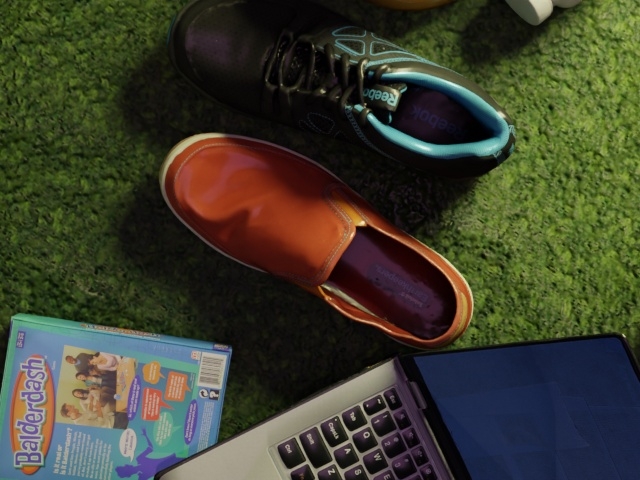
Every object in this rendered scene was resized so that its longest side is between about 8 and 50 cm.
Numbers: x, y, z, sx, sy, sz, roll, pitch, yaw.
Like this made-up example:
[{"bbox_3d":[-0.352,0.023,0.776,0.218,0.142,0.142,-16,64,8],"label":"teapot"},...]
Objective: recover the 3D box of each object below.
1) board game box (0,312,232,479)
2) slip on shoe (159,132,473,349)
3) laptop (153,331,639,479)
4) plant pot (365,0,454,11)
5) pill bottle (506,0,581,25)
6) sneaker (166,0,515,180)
[{"bbox_3d":[-0.199,0.164,1.203,0.210,0.047,0.160,10,92,-4],"label":"board game box"},{"bbox_3d":[0.000,0.000,1.183,0.331,0.101,0.123,31,92,-2],"label":"slip on shoe"},{"bbox_3d":[0.118,0.312,1.110,0.407,0.236,0.382,-26,100,-4],"label":"laptop"},{"bbox_3d":[0.091,-0.322,1.133,0.205,0.188,0.205,0,92,-3],"label":"plant pot"},{"bbox_3d":[0.241,-0.278,1.193,0.152,0.086,0.086,-42,93,-2],"label":"pill bottle"},{"bbox_3d":[0.023,-0.151,1.160,0.340,0.139,0.125,17,93,-2],"label":"sneaker"}]
